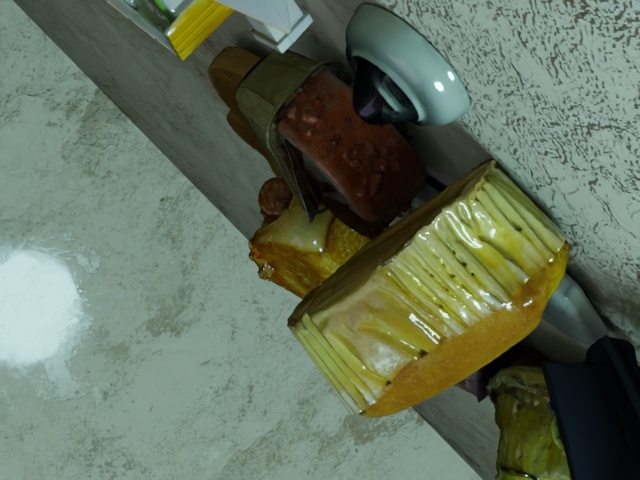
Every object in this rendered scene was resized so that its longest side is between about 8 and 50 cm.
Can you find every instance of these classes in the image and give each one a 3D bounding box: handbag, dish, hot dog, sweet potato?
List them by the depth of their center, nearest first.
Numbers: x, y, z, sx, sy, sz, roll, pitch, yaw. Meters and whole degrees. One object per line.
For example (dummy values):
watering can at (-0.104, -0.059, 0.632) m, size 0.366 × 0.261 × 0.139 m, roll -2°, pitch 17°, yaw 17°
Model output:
dish at (0.060, -0.141, 1.259) m, size 0.141 × 0.078 × 0.141 m, roll 42°, pitch 172°, yaw 7°
handbag at (0.337, 0.277, 1.397) m, size 0.303 × 0.122 × 0.329 m, roll 39°, pitch -149°, yaw -56°
hot dog at (0.000, 0.000, 1.727) m, size 0.153 × 0.150 × 0.256 m, roll 21°, pitch 160°, yaw 34°
sweet potato at (0.263, 0.160, 1.904) m, size 0.050 × 0.050 × 0.214 m, roll 48°, pitch 173°, yaw -30°

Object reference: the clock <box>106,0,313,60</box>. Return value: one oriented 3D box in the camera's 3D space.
clock at (-0.136, -0.283, 1.170) m, size 0.235 × 0.166 × 0.309 m, roll 35°, pitch 170°, yaw 43°

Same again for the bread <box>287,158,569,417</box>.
bread at (0.112, 0.057, 1.361) m, size 0.156 × 0.288 × 0.204 m, roll 48°, pitch -148°, yaw -5°

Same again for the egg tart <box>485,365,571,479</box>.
egg tart at (0.346, 0.294, 1.757) m, size 0.345 × 0.132 × 0.345 m, roll 27°, pitch 163°, yaw 9°

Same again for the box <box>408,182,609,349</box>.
box at (0.200, 0.021, 1.538) m, size 0.285 × 0.044 × 0.142 m, roll 36°, pitch 173°, yaw 42°

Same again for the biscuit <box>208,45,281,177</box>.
biscuit at (-0.029, -0.133, 1.794) m, size 0.275 × 0.052 × 0.355 m, roll 32°, pitch 165°, yaw 36°

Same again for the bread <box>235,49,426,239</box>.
bread at (0.011, -0.095, 1.495) m, size 0.212 × 0.142 × 0.224 m, roll 41°, pitch 172°, yaw 30°

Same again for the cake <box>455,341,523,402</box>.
cake at (0.190, 0.080, 1.793) m, size 0.116 × 0.113 × 0.295 m, roll 34°, pitch 155°, yaw 38°
